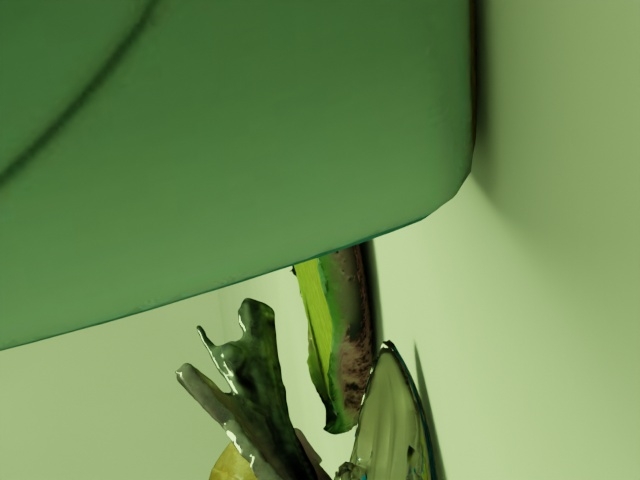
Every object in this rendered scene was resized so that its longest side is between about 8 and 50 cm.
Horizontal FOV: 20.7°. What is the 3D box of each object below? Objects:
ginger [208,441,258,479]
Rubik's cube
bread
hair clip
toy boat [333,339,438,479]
[{"bbox_3d":[-0.050,0.373,1.601,0.363,0.122,0.348,-145,56,-69],"label":"ginger"},{"bbox_3d":[-0.158,-0.173,0.634,0.352,0.352,0.347,-122,21,-64],"label":"Rubik's cube"},{"bbox_3d":[0.000,0.000,1.027,0.228,0.034,0.228,171,90,-86],"label":"bread"},{"bbox_3d":[-0.020,0.126,1.057,0.187,0.056,0.146,63,-171,18],"label":"hair clip"},{"bbox_3d":[0.032,0.148,0.794,0.084,0.066,0.210,-18,67,51],"label":"toy boat"}]
